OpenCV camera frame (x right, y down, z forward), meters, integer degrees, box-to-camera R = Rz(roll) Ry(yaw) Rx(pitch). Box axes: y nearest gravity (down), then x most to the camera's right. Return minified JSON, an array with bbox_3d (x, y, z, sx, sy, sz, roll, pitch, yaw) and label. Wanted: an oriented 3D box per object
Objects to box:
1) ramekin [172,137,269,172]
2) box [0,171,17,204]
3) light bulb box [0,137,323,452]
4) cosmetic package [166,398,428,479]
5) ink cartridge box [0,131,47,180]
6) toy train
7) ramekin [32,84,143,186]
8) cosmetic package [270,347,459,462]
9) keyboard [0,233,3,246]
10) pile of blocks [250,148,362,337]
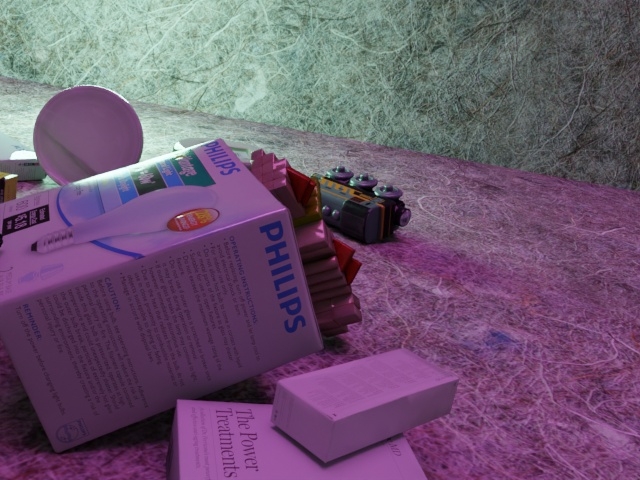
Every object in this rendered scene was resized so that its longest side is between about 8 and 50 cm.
[{"bbox_3d":[-0.265,-0.174,1.935,0.303,0.148,0.303,10,19,-3],"label":"ramekin"},{"bbox_3d":[-0.792,-0.122,1.582,0.232,0.087,0.058,10,16,1],"label":"box"},{"bbox_3d":[-0.238,0.047,1.015,0.361,0.225,0.358,-19,28,-14],"label":"light bulb box"},{"bbox_3d":[-0.011,0.310,0.751,0.284,0.097,0.377,8,18,-16],"label":"cosmetic package"},{"bbox_3d":[-0.924,-0.223,1.830,0.324,0.071,0.330,26,22,37],"label":"ink cartridge box"},{"bbox_3d":[0.079,-0.100,1.958,0.334,0.142,0.190,25,33,37],"label":"toy train"},{"bbox_3d":[-0.579,-0.256,1.842,0.273,0.273,0.127,10,6,-3],"label":"ramekin"},{"bbox_3d":[0.061,0.197,0.890,0.239,0.060,0.099,-4,20,-45],"label":"cosmetic package"},{"bbox_3d":[-0.522,0.085,0.805,0.033,0.317,0.201,51,-1,2],"label":"keyboard"},{"bbox_3d":[0.000,0.000,1.231,0.112,0.362,0.149,-16,27,15],"label":"pile of blocks"}]
